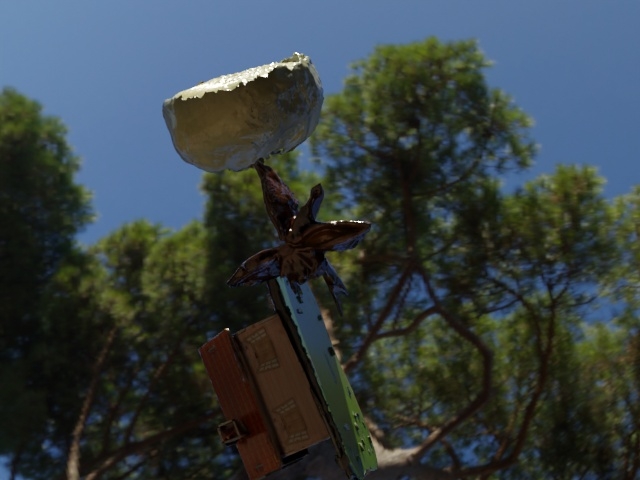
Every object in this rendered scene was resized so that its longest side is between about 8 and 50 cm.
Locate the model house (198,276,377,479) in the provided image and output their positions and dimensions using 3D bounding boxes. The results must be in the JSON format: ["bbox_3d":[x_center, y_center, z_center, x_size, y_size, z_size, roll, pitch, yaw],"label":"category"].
[{"bbox_3d":[-0.053,0.199,1.326,0.154,0.207,0.294,-24,-101,7],"label":"model house"}]

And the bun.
[{"bbox_3d":[-0.113,-0.189,1.559,0.259,0.259,0.152,-6,-73,31],"label":"bun"}]

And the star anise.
[{"bbox_3d":[-0.007,0.007,1.097,0.158,0.144,0.140,21,-86,27],"label":"star anise"}]
